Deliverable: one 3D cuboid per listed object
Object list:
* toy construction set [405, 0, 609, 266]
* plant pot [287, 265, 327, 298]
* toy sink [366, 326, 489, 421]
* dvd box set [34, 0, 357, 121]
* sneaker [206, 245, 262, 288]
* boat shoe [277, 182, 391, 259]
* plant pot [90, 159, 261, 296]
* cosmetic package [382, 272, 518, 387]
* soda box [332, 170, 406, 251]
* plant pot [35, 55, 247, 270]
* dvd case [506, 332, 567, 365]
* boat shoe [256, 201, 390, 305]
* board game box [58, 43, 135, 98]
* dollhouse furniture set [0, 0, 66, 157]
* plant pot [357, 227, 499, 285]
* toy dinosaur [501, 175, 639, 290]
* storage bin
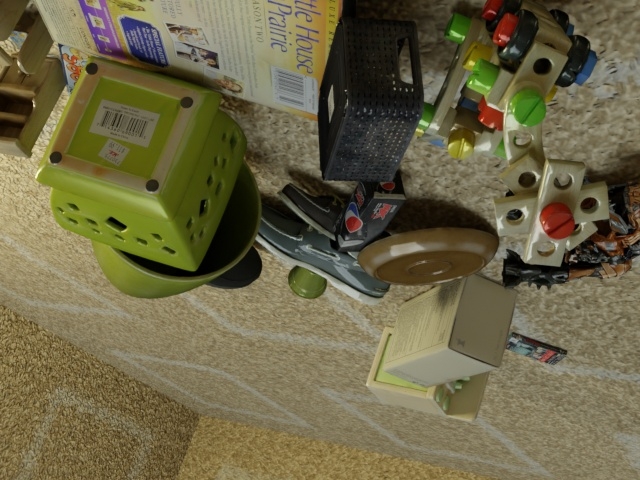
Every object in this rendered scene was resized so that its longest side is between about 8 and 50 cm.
[{"bbox_3d":[0.183,-0.129,0.904,0.151,0.328,0.215,16,118,-21],"label":"toy construction set"},{"bbox_3d":[-0.018,0.064,1.820,0.083,0.083,0.079,21,147,-2],"label":"plant pot"},{"bbox_3d":[0.246,0.301,2.045,0.234,0.153,0.131,9,156,29],"label":"toy sink"},{"bbox_3d":[-0.163,-0.293,1.089,0.420,0.062,0.308,17,159,8],"label":"dvd box set"},{"bbox_3d":[-0.219,-0.003,1.759,0.139,0.125,0.341,-7,149,40],"label":"sneaker"},{"bbox_3d":[0.026,-0.039,1.535,0.227,0.069,0.081,35,-172,-29],"label":"boat shoe"},{"bbox_3d":[-0.276,-0.011,1.520,0.274,0.275,0.293,25,150,-12],"label":"plant pot"},{"bbox_3d":[0.243,0.180,1.744,0.113,0.160,0.309,24,160,-12],"label":"cosmetic package"},{"bbox_3d":[0.074,-0.043,1.420,0.060,0.053,0.169,1,150,-20],"label":"soda box"},{"bbox_3d":[-0.249,-0.116,1.249,0.228,0.227,0.207,17,163,7],"label":"plant pot"},{"bbox_3d":[0.444,0.227,1.878,0.119,0.013,0.087,17,159,4],"label":"dvd case"},{"bbox_3d":[0.000,0.000,1.654,0.319,0.116,0.099,31,114,-10],"label":"boat shoe"},{"bbox_3d":[-0.324,-0.245,1.383,0.136,0.035,0.201,21,159,-1],"label":"board game box"},{"bbox_3d":[-0.504,-0.258,1.336,0.212,0.161,0.242,10,157,24],"label":"dollhouse furniture set"},{"bbox_3d":[0.179,0.034,1.494,0.236,0.032,0.236,-4,160,-2],"label":"plant pot"},{"bbox_3d":[0.363,0.007,1.245,0.218,0.164,0.322,2,140,8],"label":"toy dinosaur"},{"bbox_3d":[0.051,-0.154,1.013,0.084,0.122,0.180,1,156,-10],"label":"storage bin"}]
